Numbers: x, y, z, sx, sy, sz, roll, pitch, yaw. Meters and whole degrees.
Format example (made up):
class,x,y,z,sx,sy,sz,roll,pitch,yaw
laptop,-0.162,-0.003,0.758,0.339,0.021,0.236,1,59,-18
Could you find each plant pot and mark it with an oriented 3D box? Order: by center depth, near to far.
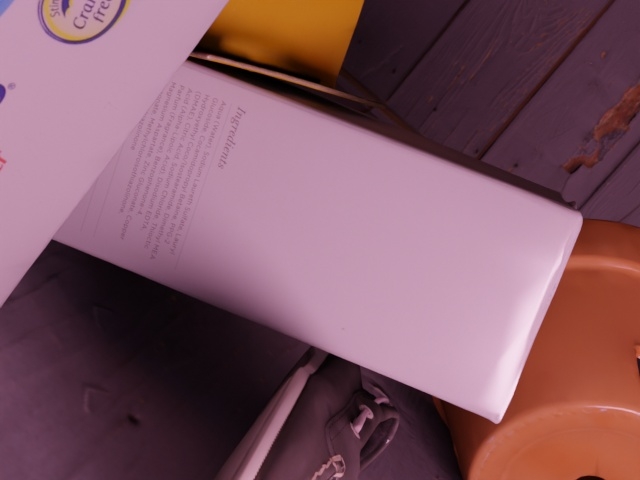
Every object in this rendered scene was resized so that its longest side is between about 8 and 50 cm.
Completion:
class,x,y,z,sx,sy,sz,roll,pitch,yaw
plant pot,0.237,0.154,0.866,0.291,0.291,0.203,37,31,-14

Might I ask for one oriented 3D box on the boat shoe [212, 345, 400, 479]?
class,x,y,z,sx,sy,sz,roll,pitch,yaw
boat shoe,-0.002,0.138,0.592,0.095,0.112,0.335,36,11,3

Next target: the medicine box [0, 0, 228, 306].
class,x,y,z,sx,sy,sz,roll,pitch,yaw
medicine box,-0.233,-0.151,0.551,0.289,0.263,0.149,49,17,28

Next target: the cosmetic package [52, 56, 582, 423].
class,x,y,z,sx,sy,sz,roll,pitch,yaw
cosmetic package,-0.016,-0.029,0.716,0.385,0.156,0.217,23,10,9

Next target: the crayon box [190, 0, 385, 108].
class,x,y,z,sx,sy,sz,roll,pitch,yaw
crayon box,-0.114,-0.189,0.695,0.318,0.081,0.202,27,14,32
